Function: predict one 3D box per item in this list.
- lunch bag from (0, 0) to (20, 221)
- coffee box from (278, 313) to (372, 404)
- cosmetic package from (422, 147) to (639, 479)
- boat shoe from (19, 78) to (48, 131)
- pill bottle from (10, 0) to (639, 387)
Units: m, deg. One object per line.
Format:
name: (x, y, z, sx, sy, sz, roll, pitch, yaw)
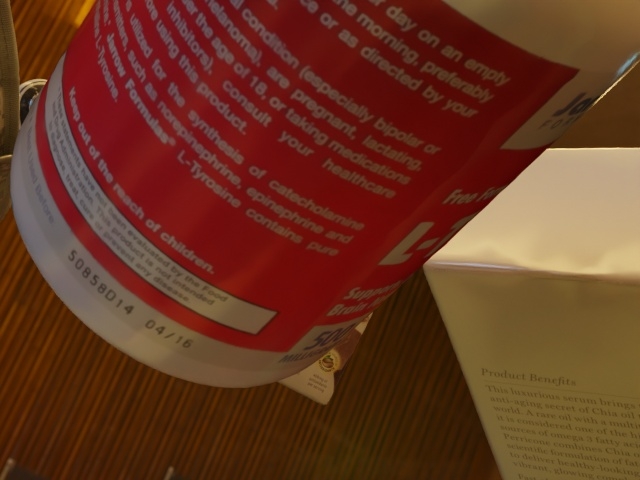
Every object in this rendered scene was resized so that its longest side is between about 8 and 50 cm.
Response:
lunch bag: (-0.322, -0.077, 0.703, 0.169, 0.235, 0.287, 33, -45, 34)
coffee box: (0.000, 0.000, 1.138, 0.119, 0.297, 0.168, 29, -7, -17)
cosmetic package: (0.275, 0.147, 0.942, 0.230, 0.161, 0.453, 3, -48, 33)
boat shoe: (-0.195, -0.052, 0.986, 0.219, 0.078, 0.070, 56, -24, -10)
pill bottle: (0.024, -0.119, 0.551, 0.229, 0.229, 0.407, 29, -50, -18)
